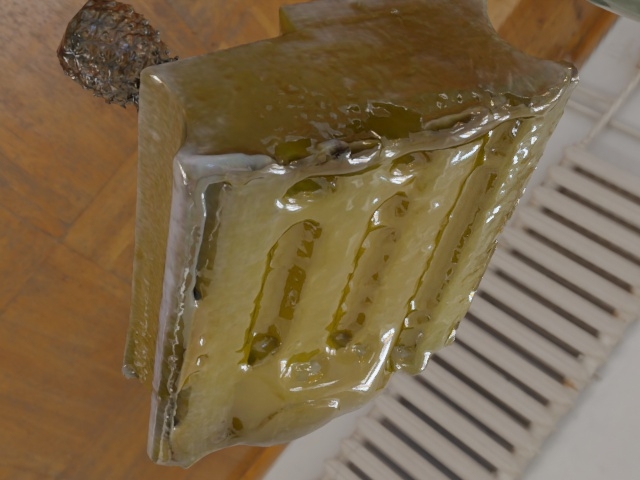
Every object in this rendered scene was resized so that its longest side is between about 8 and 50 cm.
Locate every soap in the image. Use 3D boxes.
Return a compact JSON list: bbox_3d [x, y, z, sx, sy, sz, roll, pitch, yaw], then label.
[{"bbox_3d":[0.000,0.000,0.566,0.259,0.143,0.281,-20,148,-31],"label":"soap"}]

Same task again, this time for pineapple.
[{"bbox_3d":[-0.183,-0.175,0.945,0.108,0.197,0.108,-54,176,-6],"label":"pineapple"}]

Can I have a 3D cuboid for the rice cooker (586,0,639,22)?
[{"bbox_3d":[0.184,-0.211,0.244,0.335,0.335,0.325,28,82,-57],"label":"rice cooker"}]
